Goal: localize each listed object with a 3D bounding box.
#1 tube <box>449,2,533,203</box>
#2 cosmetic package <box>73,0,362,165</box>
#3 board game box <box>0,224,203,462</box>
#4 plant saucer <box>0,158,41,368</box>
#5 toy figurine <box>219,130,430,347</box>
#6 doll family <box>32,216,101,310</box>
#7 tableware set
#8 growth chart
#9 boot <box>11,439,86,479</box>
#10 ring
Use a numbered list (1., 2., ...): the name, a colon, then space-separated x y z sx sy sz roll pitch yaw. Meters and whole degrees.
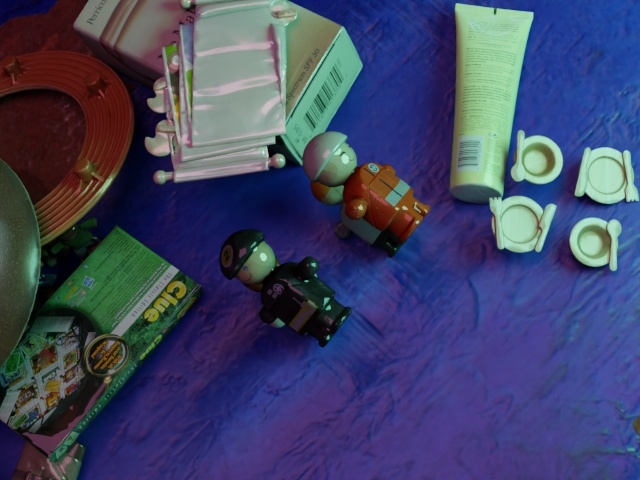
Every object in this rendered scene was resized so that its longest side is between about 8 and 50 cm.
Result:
1. tube: 0.191 -0.162 1.529 0.062 0.070 0.240 -14 62 48
2. cosmetic package: -0.119 -0.228 1.569 0.296 0.129 0.153 27 82 18
3. board game box: -0.268 0.114 1.522 0.136 0.030 0.259 34 71 21
4. plant saucer: -0.446 0.037 1.470 0.311 0.050 0.310 -7 76 28
5. toy figurine: 0.000 0.000 1.431 0.148 0.209 0.213 37 87 3
6. doll family: -0.346 0.026 1.545 0.193 0.111 0.076 -45 70 -4
7. tableware set: 0.270 -0.045 1.471 0.169 0.020 0.141 11 79 -6
8. growth chart: -0.108 -0.176 1.473 0.172 0.021 0.237 1 77 14
9. boot: -0.326 0.246 1.511 0.118 0.042 0.087 32 84 19
10. ring: -0.381 -0.107 1.574 0.337 0.032 0.336 -12 50 14
